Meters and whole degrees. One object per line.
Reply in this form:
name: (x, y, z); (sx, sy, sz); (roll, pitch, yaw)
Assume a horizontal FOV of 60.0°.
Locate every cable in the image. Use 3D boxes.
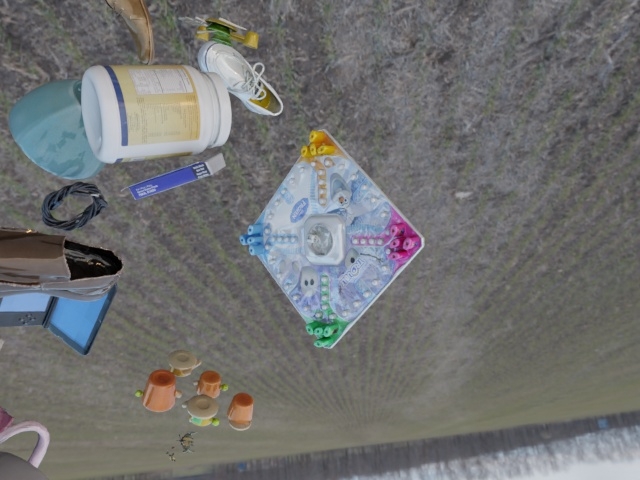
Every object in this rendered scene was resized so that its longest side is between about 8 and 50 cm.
cable: (-0.711, -0.094, 1.581); (0.184, 0.047, 0.150); (-26, 151, -4)

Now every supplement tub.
supplement tub: (-0.405, -0.318, 1.379); (0.316, 0.228, 0.228); (-12, 164, -33)

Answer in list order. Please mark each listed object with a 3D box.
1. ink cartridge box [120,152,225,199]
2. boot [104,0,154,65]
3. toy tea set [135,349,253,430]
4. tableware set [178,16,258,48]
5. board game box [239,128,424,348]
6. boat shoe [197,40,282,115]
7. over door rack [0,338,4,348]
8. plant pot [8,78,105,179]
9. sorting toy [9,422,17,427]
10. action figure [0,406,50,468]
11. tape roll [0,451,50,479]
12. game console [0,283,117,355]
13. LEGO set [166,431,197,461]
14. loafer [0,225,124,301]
ink cartridge box: (-0.380, -0.167, 1.463); (0.223, 0.045, 0.224); (-17, -168, 10)
boot: (-0.551, -0.648, 1.577); (0.115, 0.305, 0.112); (-18, -171, -31)
toy tea set: (-0.355, 0.462, 1.590); (0.336, 0.124, 0.200); (27, -152, 21)
tableware set: (-0.147, -0.310, 0.844); (0.104, 0.024, 0.154); (9, -168, -41)
board game box: (0.000, 0.000, 1.333); (0.050, 0.390, 0.390); (-6, 141, -52)
boat shoe: (-0.235, -0.508, 1.800); (0.156, 0.136, 0.367); (27, 174, 33)
over door rack: (-0.900, 0.323, 1.211); (0.239, 0.108, 0.324); (31, 97, -27)
plant pot: (-0.701, -0.347, 1.594); (0.195, 0.290, 0.290); (-33, 149, 28)
sorting toy: (-0.654, 0.352, 0.923); (0.208, 0.038, 0.193); (-31, 148, 17)
action figure: (-0.584, 0.282, 0.663); (0.275, 0.248, 0.370); (17, 168, 19)
tape roll: (-0.386, 0.367, 0.653); (0.219, 0.219, 0.072); (-17, -178, 25)
game console: (-0.753, 0.176, 1.547); (0.250, 0.173, 0.293); (6, 123, -46)
LEGO set: (-0.329, 0.485, 1.317); (0.083, 0.054, 0.023); (-20, 178, -29)
loafer: (-0.528, 0.028, 1.032); (0.130, 0.134, 0.366); (-28, 158, 27)
